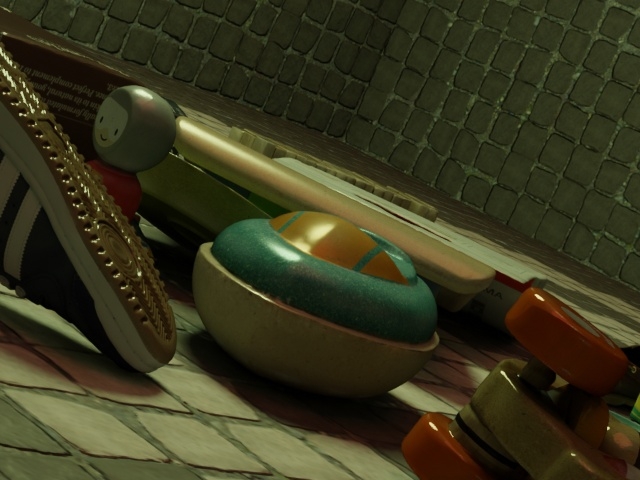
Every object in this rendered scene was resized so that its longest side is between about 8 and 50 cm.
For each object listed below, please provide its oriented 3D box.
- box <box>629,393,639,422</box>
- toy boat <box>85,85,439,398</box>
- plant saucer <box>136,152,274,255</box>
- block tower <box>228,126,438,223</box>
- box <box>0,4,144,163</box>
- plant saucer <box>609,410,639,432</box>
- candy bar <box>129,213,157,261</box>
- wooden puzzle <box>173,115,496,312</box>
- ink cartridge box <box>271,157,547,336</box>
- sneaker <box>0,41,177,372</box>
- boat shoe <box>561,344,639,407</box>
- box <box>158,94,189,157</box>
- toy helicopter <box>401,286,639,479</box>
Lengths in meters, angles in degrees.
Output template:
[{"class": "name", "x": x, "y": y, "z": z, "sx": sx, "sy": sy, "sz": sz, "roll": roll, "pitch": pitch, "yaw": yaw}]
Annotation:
[{"class": "box", "x": 0.431, "y": 0.217, "z": 1.762, "sx": 0.105, "sy": 0.043, "sz": 0.179, "roll": 18, "pitch": 7, "yaw": -45}, {"class": "toy boat", "x": -0.052, "y": 0.004, "z": 1.267, "sx": 0.318, "sy": 0.148, "sz": 0.267, "roll": 26, "pitch": 7, "yaw": 10}, {"class": "plant saucer", "x": -0.100, "y": -0.014, "z": 1.476, "sx": 0.241, "sy": 0.037, "sz": 0.241, "roll": 32, "pitch": -10, "yaw": 6}, {"class": "block tower", "x": 0.008, "y": -0.055, "z": 2.174, "sx": 0.335, "sy": 0.097, "sz": 0.091, "roll": 18, "pitch": 8, "yaw": -37}, {"class": "box", "x": -0.375, "y": -0.180, "z": 1.626, "sx": 0.381, "sy": 0.143, "sz": 0.191, "roll": 32, "pitch": 9, "yaw": 37}, {"class": "plant saucer", "x": 0.279, "y": 0.183, "z": 1.572, "sx": 0.119, "sy": 0.021, "sz": 0.119, "roll": 24, "pitch": 7, "yaw": -3}, {"class": "candy bar", "x": -0.173, "y": -0.006, "z": 1.479, "sx": 0.040, "sy": 0.018, "sz": 0.161, "roll": 23, "pitch": 8, "yaw": -15}, {"class": "wooden puzzle", "x": 0.000, "y": 0.000, "z": 1.627, "sx": 0.322, "sy": 0.080, "sz": 0.348, "roll": 26, "pitch": -3, "yaw": 2}, {"class": "ink cartridge box", "x": 0.098, "y": 0.015, "z": 1.902, "sx": 0.308, "sy": 0.091, "sz": 0.385, "roll": 26, "pitch": 5, "yaw": 10}, {"class": "sneaker", "x": -0.221, "y": -0.006, "z": 1.064, "sx": 0.282, "sy": 0.153, "sz": 0.099, "roll": 56, "pitch": 8, "yaw": 5}, {"class": "boat shoe", "x": 0.354, "y": 0.153, "z": 1.861, "sx": 0.073, "sy": 0.073, "sz": 0.207, "roll": 29, "pitch": 7, "yaw": 41}, {"class": "box", "x": -0.248, "y": -0.141, "z": 1.952, "sx": 0.158, "sy": 0.093, "sz": 0.156, "roll": 21, "pitch": 7, "yaw": -16}, {"class": "toy helicopter", "x": 0.228, "y": 0.194, "z": 1.027, "sx": 0.235, "sy": 0.140, "sz": 0.355, "roll": 30, "pitch": 12, "yaw": -41}]
